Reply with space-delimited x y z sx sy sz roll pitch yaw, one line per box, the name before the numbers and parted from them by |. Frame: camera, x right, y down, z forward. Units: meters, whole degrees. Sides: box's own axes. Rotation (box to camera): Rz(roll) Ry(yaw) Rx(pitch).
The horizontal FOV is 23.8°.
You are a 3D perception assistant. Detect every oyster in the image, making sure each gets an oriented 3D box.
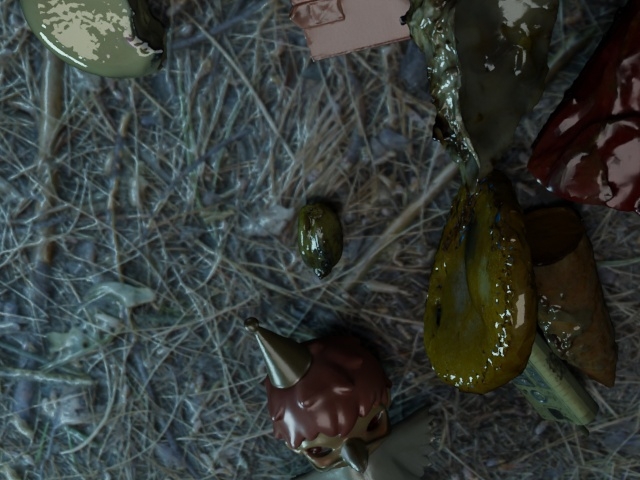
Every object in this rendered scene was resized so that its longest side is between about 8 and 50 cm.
oyster | 0.153 -0.249 1.513 0.111 0.204 0.396 13 127 42

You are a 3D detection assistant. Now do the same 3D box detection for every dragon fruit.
dragon fruit | 0.407 -0.124 1.466 0.329 0.228 0.286 37 121 9

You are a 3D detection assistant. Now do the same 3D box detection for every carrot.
carrot | 0.296 0.080 1.756 0.102 0.102 0.263 -17 127 18

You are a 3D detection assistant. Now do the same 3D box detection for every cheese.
cheese | -0.280 -0.259 1.601 0.249 0.070 0.163 9 124 0

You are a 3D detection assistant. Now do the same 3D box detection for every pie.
pie | 0.175 0.041 1.645 0.069 0.273 0.273 3 127 -17

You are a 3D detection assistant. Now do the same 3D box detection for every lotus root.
lotus root | 0.000 0.000 1.759 0.054 0.049 0.099 12 129 24

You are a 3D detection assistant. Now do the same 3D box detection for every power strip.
power strip | 0.251 0.147 1.816 0.268 0.034 0.092 49 156 -24

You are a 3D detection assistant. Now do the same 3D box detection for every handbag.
handbag | 0.025 -0.298 1.544 0.157 0.059 0.212 -13 121 14

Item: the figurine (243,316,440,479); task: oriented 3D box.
figurine | 0.029 0.226 1.846 0.207 0.166 0.387 -26 123 3
